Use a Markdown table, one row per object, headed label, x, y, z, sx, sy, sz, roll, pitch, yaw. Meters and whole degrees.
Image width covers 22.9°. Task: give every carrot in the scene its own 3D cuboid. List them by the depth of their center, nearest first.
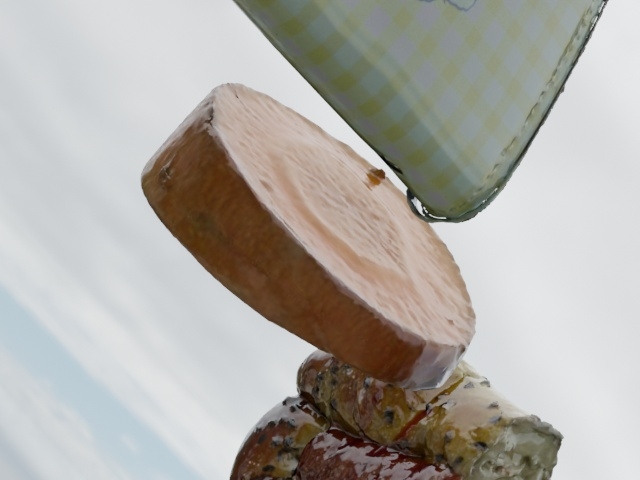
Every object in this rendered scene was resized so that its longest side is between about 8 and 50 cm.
| label | x | y | z | sx | sy | sz | roll | pitch | yaw |
| --- | --- | --- | --- | --- | --- | --- | --- | --- | --- |
| carrot | 0.000 | 0.000 | 1.279 | 0.307 | 0.100 | 0.258 | 43 | 21 | 21 |

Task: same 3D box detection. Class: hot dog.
| label | x | y | z | sx | sy | sz | roll | pitch | yaw |
| --- | --- | --- | --- | --- | --- | --- | --- | --- | --- |
| hot dog | 0.054 | 0.264 | 1.870 | 0.196 | 0.367 | 0.365 | 41 | 2 | -32 |

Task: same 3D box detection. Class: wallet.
| label | x | y | z | sx | sy | sz | roll | pitch | yaw |
| --- | --- | --- | --- | --- | --- | --- | --- | --- | --- |
| wallet | 0.039 | -0.178 | 0.862 | 0.077 | 0.223 | 0.309 | 17 | -22 | 47 |
